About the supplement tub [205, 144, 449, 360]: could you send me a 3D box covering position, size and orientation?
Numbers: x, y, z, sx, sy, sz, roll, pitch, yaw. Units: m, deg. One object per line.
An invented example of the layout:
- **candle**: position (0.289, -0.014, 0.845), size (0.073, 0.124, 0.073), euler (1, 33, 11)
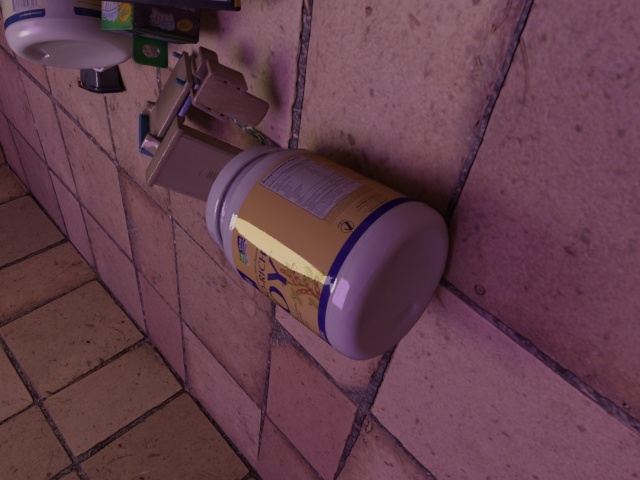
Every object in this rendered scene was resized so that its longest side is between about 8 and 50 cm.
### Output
- **supplement tub**: position (0.000, 0.000, 0.784), size (0.331, 0.241, 0.241), euler (31, 136, 35)

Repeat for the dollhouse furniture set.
- **dollhouse furniture set**: position (-0.217, -0.257, 1.027), size (0.286, 0.198, 0.304), euler (-49, 41, 28)

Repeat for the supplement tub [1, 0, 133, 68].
- **supplement tub**: position (-0.499, -0.528, 0.990), size (0.235, 0.235, 0.326), euler (1, 97, 52)

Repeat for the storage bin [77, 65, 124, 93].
- **storage bin**: position (-0.602, -0.453, 1.357), size (0.135, 0.098, 0.091), euler (27, 123, 39)

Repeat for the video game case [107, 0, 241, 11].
- **video game case**: position (-0.253, -0.484, 0.746), size (0.274, 0.035, 0.249), euler (5, 115, 2)

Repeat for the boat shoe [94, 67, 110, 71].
- **boat shoe**: position (-0.615, -0.529, 1.136), size (0.135, 0.157, 0.367), euler (-15, 127, 46)

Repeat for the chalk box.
- **chalk box**: position (-0.300, -0.422, 0.897), size (0.132, 0.132, 0.213), euler (23, 110, 41)
